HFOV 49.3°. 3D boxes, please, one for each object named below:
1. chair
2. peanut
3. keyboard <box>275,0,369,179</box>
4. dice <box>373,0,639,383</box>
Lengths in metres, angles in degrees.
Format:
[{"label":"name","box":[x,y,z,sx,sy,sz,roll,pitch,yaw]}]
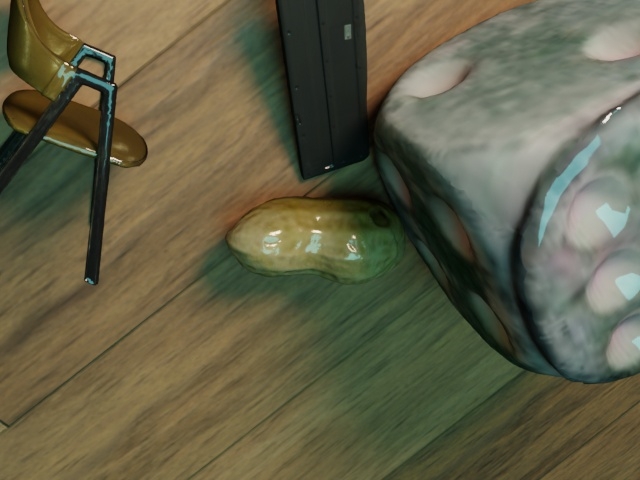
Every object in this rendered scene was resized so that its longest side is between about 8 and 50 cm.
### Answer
[{"label":"chair","box":[-0.260,-0.114,0.699,0.172,0.158,0.246,22,106,-24]},{"label":"peanut","box":[0.000,0.000,0.864,0.237,0.120,0.110,0,153,-25]},{"label":"keyboard","box":[0.003,-0.221,0.752,0.104,0.041,0.381,-19,143,-11]},{"label":"dice","box":[0.279,-0.067,0.802,0.330,0.348,0.328,-31,122,-2]}]
